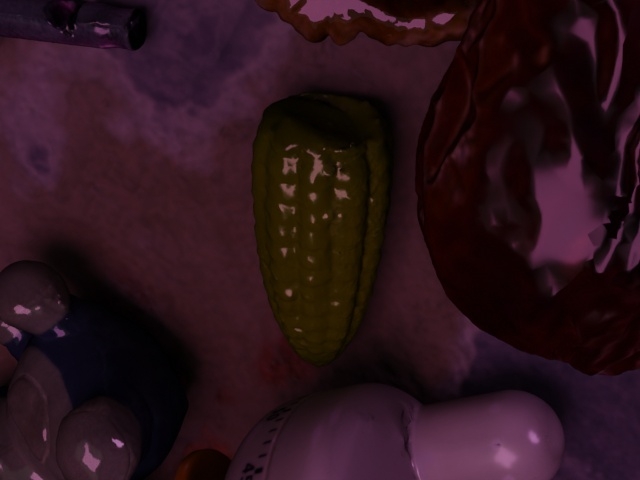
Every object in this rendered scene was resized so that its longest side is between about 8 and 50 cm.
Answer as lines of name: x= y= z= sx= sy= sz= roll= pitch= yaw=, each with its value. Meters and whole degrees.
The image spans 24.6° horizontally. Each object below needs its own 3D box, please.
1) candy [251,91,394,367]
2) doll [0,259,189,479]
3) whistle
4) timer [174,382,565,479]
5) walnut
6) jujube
candy: x=0.000 y=0.000 z=1.001 sx=0.097 sy=0.096 sz=0.209 roll=12 pitch=126 yaw=15
doll: x=-0.210 y=0.163 z=1.132 sx=0.258 sy=0.154 sz=0.228 roll=-50 pitch=60 yaw=26
whistle: x=-0.204 y=-0.157 z=1.027 sx=0.176 sy=0.033 sz=0.033 roll=8 pitch=119 yaw=16
timer: x=0.047 y=0.208 z=1.009 sx=0.240 sy=0.233 sz=0.233 roll=-16 pitch=110 yaw=30
walnut: x=0.029 y=-0.188 z=0.900 sx=0.170 sy=0.069 sz=0.143 roll=21 pitch=121 yaw=8
jujube: x=0.173 y=-0.100 z=0.825 sx=0.216 sy=0.216 sz=0.342 roll=20 pitch=116 yaw=10
